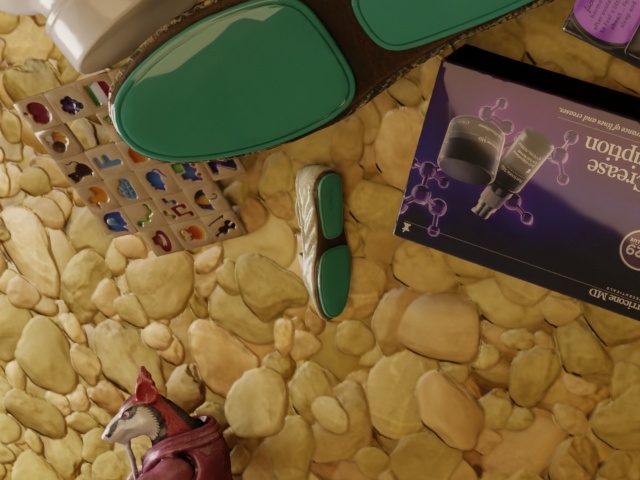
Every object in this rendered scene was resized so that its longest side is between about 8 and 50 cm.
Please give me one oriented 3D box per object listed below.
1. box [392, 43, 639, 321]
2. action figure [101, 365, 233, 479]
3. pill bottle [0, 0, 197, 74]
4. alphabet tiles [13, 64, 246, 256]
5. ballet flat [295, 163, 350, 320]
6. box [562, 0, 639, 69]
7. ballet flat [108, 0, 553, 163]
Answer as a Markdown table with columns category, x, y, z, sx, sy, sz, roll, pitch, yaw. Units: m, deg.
| category | x | y | z | sx | sy | sz | roll | pitch | yaw |
| --- | --- | --- | --- | --- | --- | --- | --- | --- | --- |
| box | 0.223 | -0.056 | 1.089 | 0.261 | 0.103 | 0.184 | 19 | 114 | 13 |
| action figure | -0.131 | 0.311 | 1.249 | 0.276 | 0.248 | 0.370 | -7 | 106 | 21 |
| pill bottle | -0.290 | -0.371 | 1.105 | 0.229 | 0.229 | 0.407 | -38 | 91 | 25 |
| alphabet tiles | -0.182 | -0.080 | 1.221 | 0.198 | 0.009 | 0.237 | -13 | 128 | 23 |
| ballet flat | 0.000 | 0.000 | 1.221 | 0.052 | 0.057 | 0.168 | 13 | 109 | 46 |
| box | 0.308 | -0.220 | 0.912 | 0.143 | 0.270 | 0.165 | 29 | 114 | 9 |
| ballet flat | 0.028 | -0.216 | 1.067 | 0.483 | 0.182 | 0.164 | -23 | 117 | 21 |
